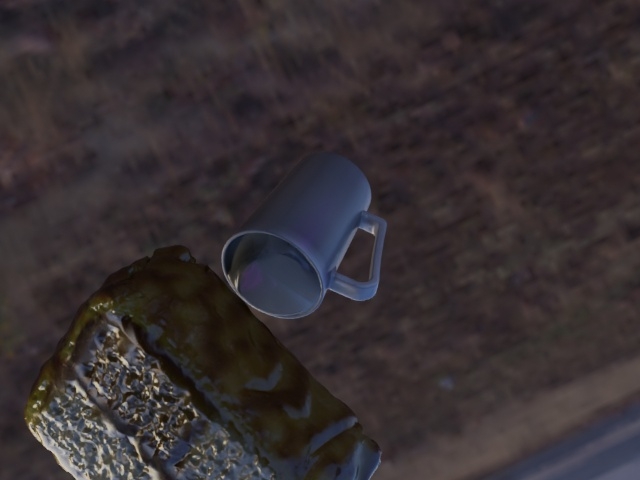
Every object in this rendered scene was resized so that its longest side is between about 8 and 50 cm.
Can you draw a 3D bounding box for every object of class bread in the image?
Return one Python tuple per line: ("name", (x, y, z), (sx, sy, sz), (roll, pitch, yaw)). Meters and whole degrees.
("bread", (-0.084, 0.128, 1.183), (0.181, 0.222, 0.096), (-46, 176, 36))

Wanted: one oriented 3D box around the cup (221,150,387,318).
("cup", (0.000, 0.000, 1.254), (0.116, 0.104, 0.074), (-55, 162, -46))
